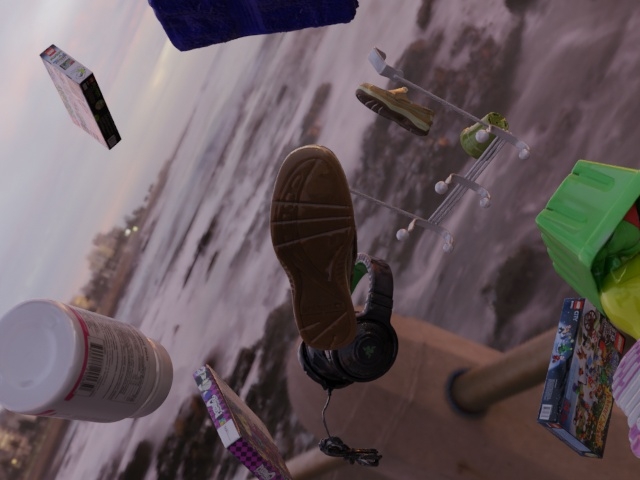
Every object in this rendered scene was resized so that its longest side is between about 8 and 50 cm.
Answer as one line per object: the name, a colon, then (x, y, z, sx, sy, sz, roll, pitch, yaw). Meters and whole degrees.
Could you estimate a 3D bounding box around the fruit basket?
fruit basket: (0.652, 0.049, 1.775, 0.283, 0.392, 0.392, -52, 11, -6)

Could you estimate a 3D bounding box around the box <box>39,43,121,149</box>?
box: (-0.454, -0.269, 1.632, 0.036, 0.114, 0.207, -46, -21, -20)

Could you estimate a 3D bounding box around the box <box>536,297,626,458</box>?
box: (0.457, 0.238, 1.488, 0.044, 0.159, 0.233, -7, 55, 46)

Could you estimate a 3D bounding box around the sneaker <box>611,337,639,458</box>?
sneaker: (0.468, 0.221, 1.157, 0.236, 0.104, 0.095, -72, 6, -60)

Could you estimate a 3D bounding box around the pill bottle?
pill bottle: (-0.348, 0.189, 1.281, 0.160, 0.160, 0.283, -67, -25, -7)

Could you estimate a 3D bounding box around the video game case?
video game case: (-0.143, 0.372, 1.645, 0.041, 0.232, 0.210, -36, 41, -2)

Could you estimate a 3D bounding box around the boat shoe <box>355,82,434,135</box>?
boat shoe: (0.159, -0.292, 1.803, 0.068, 0.190, 0.072, 16, 80, 62)

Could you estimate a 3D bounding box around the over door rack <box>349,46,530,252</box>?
over door rack: (0.159, -0.129, 1.425, 0.240, 0.324, 0.108, -53, 22, 25)

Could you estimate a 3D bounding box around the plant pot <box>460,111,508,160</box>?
plant pot: (0.339, -0.217, 1.739, 0.079, 0.083, 0.083, 127, 163, -53)

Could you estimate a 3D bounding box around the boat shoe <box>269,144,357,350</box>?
boat shoe: (0.000, 0.000, 1.290, 0.123, 0.123, 0.342, -83, -14, -58)

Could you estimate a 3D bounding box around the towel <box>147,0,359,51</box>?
towel: (-0.097, -0.369, 1.278, 0.228, 0.308, 0.076, 58, -158, -76)

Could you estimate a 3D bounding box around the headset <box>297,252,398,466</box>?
headset: (0.072, 0.223, 1.648, 0.243, 0.185, 0.394, -34, 39, 61)
